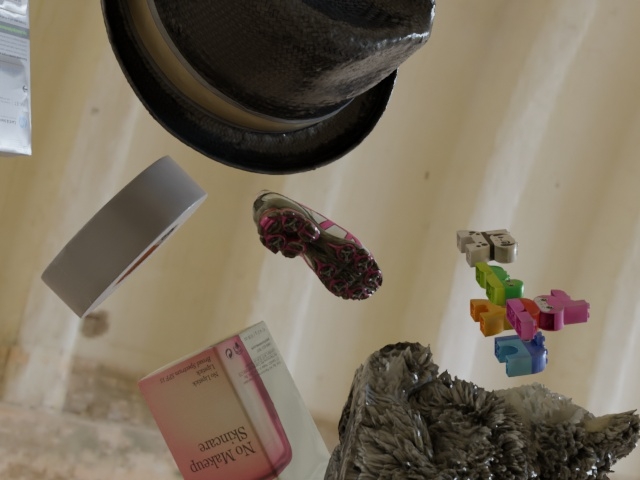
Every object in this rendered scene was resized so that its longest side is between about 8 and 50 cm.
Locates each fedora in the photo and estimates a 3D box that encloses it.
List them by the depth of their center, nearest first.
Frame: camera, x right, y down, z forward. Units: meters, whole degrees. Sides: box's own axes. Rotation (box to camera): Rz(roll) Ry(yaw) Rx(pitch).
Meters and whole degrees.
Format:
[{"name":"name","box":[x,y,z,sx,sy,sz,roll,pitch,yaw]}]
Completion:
[{"name":"fedora","box":[-0.019,-0.213,1.055,0.334,0.334,0.152,19,-15,-36]}]

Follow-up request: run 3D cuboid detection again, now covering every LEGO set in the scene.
[{"name":"LEGO set","box":[0.207,0.063,1.191,0.093,0.087,0.227,-6,23,-7]}]

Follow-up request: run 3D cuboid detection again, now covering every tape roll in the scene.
[{"name":"tape roll","box":[-0.240,-0.005,1.500,0.072,0.219,0.219,46,-12,-2]}]

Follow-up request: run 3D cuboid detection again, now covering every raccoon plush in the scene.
[{"name":"raccoon plush","box":[0.148,0.297,1.144,0.299,0.446,0.216,16,-43,-2]}]

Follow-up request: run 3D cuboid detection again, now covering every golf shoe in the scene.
[{"name":"golf shoe","box":[0.000,0.000,1.403,0.186,0.067,0.086,37,18,-30]}]

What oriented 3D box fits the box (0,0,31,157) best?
[{"name":"box","box":[-0.364,-0.186,1.280,0.038,0.186,0.145,-4,-3,27]}]

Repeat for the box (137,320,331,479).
[{"name":"box","box":[-0.109,0.246,1.600,0.149,0.232,0.127,-27,-2,32]}]
